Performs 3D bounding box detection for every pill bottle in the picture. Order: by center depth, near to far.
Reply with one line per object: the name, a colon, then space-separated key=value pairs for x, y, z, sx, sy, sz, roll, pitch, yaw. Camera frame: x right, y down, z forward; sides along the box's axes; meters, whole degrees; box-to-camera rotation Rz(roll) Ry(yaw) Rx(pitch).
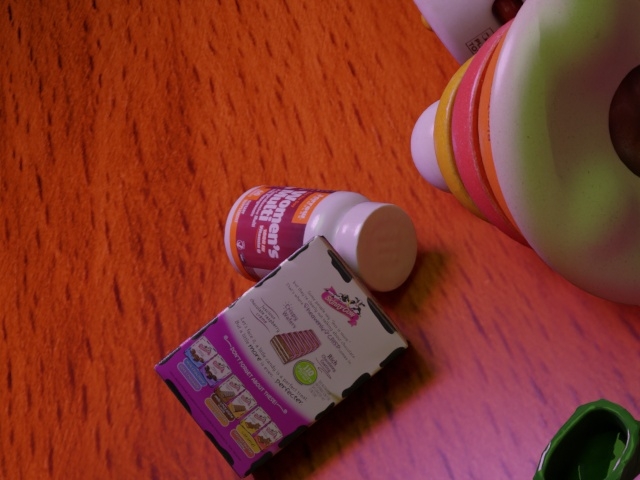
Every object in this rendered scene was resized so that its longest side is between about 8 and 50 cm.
pill bottle: x=0.000 y=0.000 z=1.933 sx=0.221 sy=0.121 sz=0.121 roll=6 pitch=57 yaw=47

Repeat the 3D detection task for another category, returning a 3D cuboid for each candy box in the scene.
candy box: x=-0.040 y=0.125 z=1.804 sx=0.233 sy=0.159 sz=0.071 roll=-38 pitch=-3 yaw=5

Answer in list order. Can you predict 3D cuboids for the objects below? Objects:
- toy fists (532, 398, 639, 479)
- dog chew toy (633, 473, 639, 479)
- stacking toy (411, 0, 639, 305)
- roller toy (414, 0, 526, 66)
toy fists: x=0.218 y=0.278 z=1.420 sx=0.096 sy=0.142 sz=0.279 roll=20 pitch=67 yaw=36
dog chew toy: x=0.328 y=0.236 z=1.317 sx=0.332 sy=0.206 sz=0.206 roll=-51 pitch=35 yaw=1
stacking toy: x=0.234 y=-0.120 z=1.741 sx=0.350 sy=0.350 sz=0.480 roll=-52 pitch=20 yaw=-14
roller toy: x=0.186 y=-0.304 z=2.015 sx=0.146 sy=0.191 sz=0.209 roll=-34 pitch=-1 yaw=13
